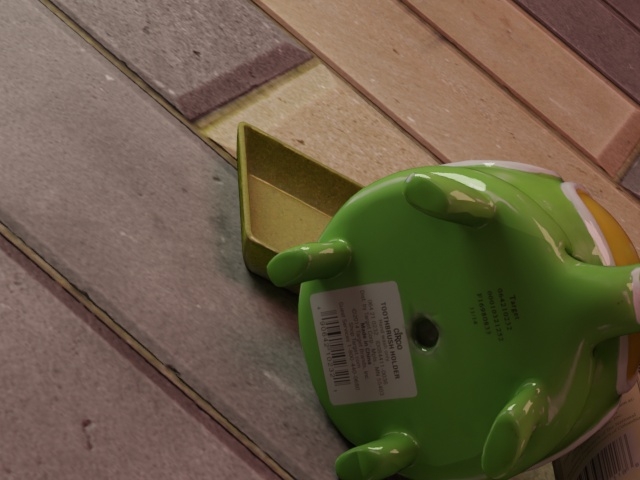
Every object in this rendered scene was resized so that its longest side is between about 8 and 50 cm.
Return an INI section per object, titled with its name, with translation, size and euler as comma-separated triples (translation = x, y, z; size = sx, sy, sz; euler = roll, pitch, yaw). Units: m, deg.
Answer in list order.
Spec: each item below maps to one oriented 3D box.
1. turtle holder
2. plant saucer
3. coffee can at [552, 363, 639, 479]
[turtle holder]
translation = 0.143, 0.037, 1.259
size = 0.227, 0.320, 0.243
euler = -11, 60, -49
[plant saucer]
translation = 0.000, 0.000, 1.462
size = 0.188, 0.045, 0.188
euler = 28, 27, -21
[coffee can]
translation = 0.285, 0.184, 1.352
size = 0.202, 0.201, 0.275
euler = 30, 28, -17
